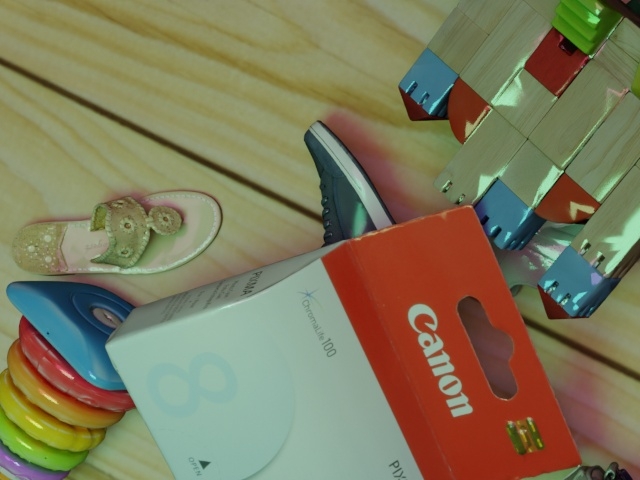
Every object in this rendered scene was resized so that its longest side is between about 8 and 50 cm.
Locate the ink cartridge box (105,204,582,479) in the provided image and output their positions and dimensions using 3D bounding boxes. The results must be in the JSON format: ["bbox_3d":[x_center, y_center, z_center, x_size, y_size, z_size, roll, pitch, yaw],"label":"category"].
[{"bbox_3d":[0.024,0.164,1.525,0.385,0.091,0.308,-18,109,22],"label":"ink cartridge box"}]

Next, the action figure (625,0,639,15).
[{"bbox_3d":[0.316,-0.216,1.579,0.232,0.063,0.137,-35,36,13],"label":"action figure"}]

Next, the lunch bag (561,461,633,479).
[{"bbox_3d":[0.225,0.393,1.500,0.305,0.212,0.256,-35,87,9],"label":"lunch bag"}]

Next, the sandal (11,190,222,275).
[{"bbox_3d":[-0.230,-0.003,1.681,0.240,0.079,0.088,-9,85,10],"label":"sandal"}]

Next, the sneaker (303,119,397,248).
[{"bbox_3d":[0.000,0.000,1.633,0.163,0.086,0.226,-31,83,5],"label":"sneaker"}]

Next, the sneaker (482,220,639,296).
[{"bbox_3d":[0.285,0.009,1.577,0.262,0.099,0.121,-4,97,24],"label":"sneaker"}]

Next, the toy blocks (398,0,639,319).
[{"bbox_3d":[0.224,-0.104,1.475,0.381,0.190,0.261,46,111,24],"label":"toy blocks"}]

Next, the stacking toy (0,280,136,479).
[{"bbox_3d":[-0.300,0.201,1.661,0.175,0.165,0.302,41,106,26],"label":"stacking toy"}]
